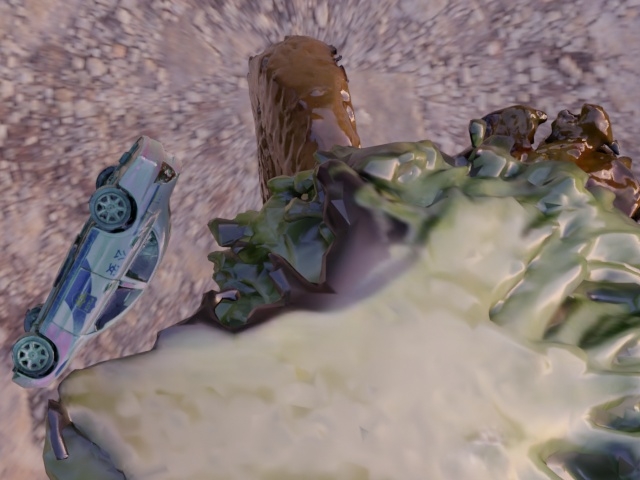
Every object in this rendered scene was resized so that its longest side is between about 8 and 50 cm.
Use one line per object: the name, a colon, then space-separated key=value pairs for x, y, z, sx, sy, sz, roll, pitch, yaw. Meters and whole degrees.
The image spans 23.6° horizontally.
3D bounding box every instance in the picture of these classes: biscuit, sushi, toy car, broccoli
biscuit: x=-0.002 y=0.000 z=1.068 sx=0.075 sy=0.296 sz=0.296 roll=-11 pitch=95 yaw=-5
sushi: x=0.213 y=-0.003 z=1.431 sx=0.200 sy=0.204 sz=0.213 roll=-11 pitch=55 yaw=13
toy car: x=-0.177 y=0.025 z=1.236 sx=0.076 sy=0.090 sz=0.224 roll=27 pitch=102 yaw=-12
broccoli: x=0.016 y=0.090 z=0.550 sx=0.273 sy=0.180 sz=0.242 roll=-12 pitch=64 yaw=-31
